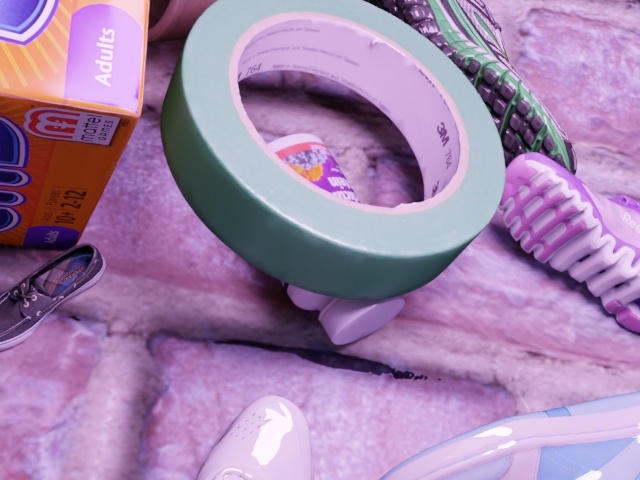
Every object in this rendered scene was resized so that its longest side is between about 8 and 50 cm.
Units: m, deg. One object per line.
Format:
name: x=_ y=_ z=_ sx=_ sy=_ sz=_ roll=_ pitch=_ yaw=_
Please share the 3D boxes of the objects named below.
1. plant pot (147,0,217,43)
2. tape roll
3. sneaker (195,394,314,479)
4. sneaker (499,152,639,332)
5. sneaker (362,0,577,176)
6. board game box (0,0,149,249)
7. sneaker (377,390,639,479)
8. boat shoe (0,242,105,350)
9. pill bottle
plant pot: x=-0.110 y=-0.358 z=0.973 sx=0.229 sy=0.263 sz=0.263 roll=-13 pitch=64 yaw=-34
tape roll: x=0.016 y=-0.101 z=0.817 sx=0.321 sy=0.077 sz=0.321 roll=15 pitch=50 yaw=-18
sneaker: x=-0.077 y=0.258 z=0.708 sx=0.111 sy=0.129 sz=0.297 roll=19 pitch=61 yaw=5
sneaker: x=0.286 y=-0.012 z=0.901 sx=0.236 sy=0.095 sz=0.104 roll=40 pitch=55 yaw=-7
sneaker: x=0.170 y=-0.194 z=0.966 sx=0.146 sy=0.134 sz=0.343 roll=-28 pitch=77 yaw=-36
board game box: x=-0.344 y=-0.222 z=0.716 sx=0.356 sy=0.356 sz=0.356 roll=6 pitch=72 yaw=-21
sneaker: x=0.215 y=0.255 z=0.748 sx=0.319 sy=0.127 sz=0.208 roll=-10 pitch=64 yaw=-11
boat shoe: x=-0.270 y=0.050 z=0.837 sx=0.142 sy=0.040 sz=0.049 roll=-39 pitch=74 yaw=-23
pill bottle: x=0.000 y=0.000 z=0.858 sx=0.108 sy=0.108 sz=0.193 roll=-24 pitch=69 yaw=-18
